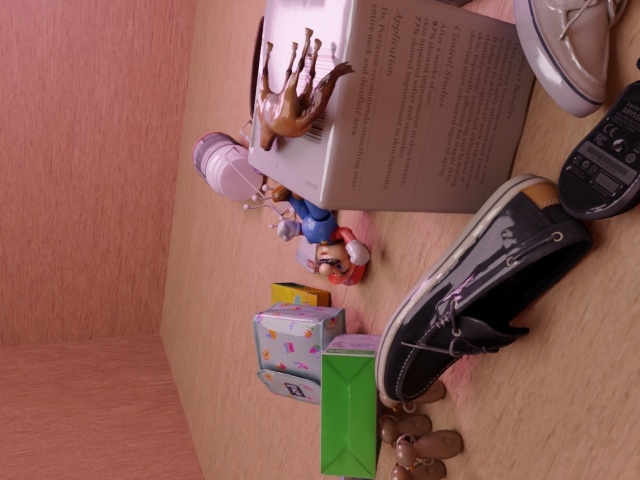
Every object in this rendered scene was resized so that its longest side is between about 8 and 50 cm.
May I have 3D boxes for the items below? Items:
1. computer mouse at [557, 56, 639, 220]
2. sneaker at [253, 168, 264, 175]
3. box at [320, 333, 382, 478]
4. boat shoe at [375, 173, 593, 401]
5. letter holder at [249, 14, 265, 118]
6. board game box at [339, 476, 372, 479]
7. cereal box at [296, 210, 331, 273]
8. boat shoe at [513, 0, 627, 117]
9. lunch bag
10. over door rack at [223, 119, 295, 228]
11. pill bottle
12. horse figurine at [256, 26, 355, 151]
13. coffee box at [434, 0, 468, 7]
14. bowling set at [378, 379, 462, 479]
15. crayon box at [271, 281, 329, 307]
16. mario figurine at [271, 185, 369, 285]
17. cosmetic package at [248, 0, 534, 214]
[{"bbox_3d":[0.445,-0.134,0.695,0.272,0.072,0.189,-55,40,28],"label":"computer mouse"},{"bbox_3d":[-0.172,-0.314,1.794,0.095,0.104,0.237,63,140,43],"label":"sneaker"},{"bbox_3d":[0.076,0.366,1.188,0.231,0.126,0.262,1,-91,-78],"label":"box"},{"bbox_3d":[0.258,0.126,0.882,0.500,0.186,0.156,-58,45,25],"label":"boat shoe"},{"bbox_3d":[-0.081,-0.489,1.509,0.152,0.214,0.302,33,118,58],"label":"letter holder"},{"bbox_3d":[0.093,0.584,1.303,0.020,0.090,0.090,32,118,60],"label":"board game box"},{"bbox_3d":[-0.021,-0.034,1.552,0.173,0.047,0.240,-150,63,-67],"label":"cereal box"},{"bbox_3d":[0.385,-0.367,0.754,0.156,0.135,0.368,-34,50,53],"label":"boat shoe"},{"bbox_3d":[-0.051,0.312,1.376,0.223,0.160,0.263,3,100,29],"label":"lunch bag"},{"bbox_3d":[-0.207,-0.197,1.706,0.324,0.108,0.239,56,153,-3],"label":"over door rack"},{"bbox_3d":[-0.371,-0.293,2.050,0.363,0.210,0.210,42,126,54],"label":"pill bottle"},{"bbox_3d":[-0.047,-0.216,0.776,0.263,0.066,0.175,28,109,60],"label":"horse figurine"},{"bbox_3d":[0.269,-0.543,0.982,0.246,0.098,0.141,1,91,62],"label":"coffee box"},{"bbox_3d":[0.185,0.444,1.068,0.200,0.154,0.287,-55,43,46],"label":"bowling set"},{"bbox_3d":[-0.058,0.246,1.597,0.318,0.081,0.203,5,95,62],"label":"crayon box"},{"bbox_3d":[0.000,0.000,1.291,0.321,0.170,0.198,55,-179,-23],"label":"mario figurine"},{"bbox_3d":[0.118,-0.247,0.948,0.327,0.393,0.330,35,119,56],"label":"cosmetic package"}]
